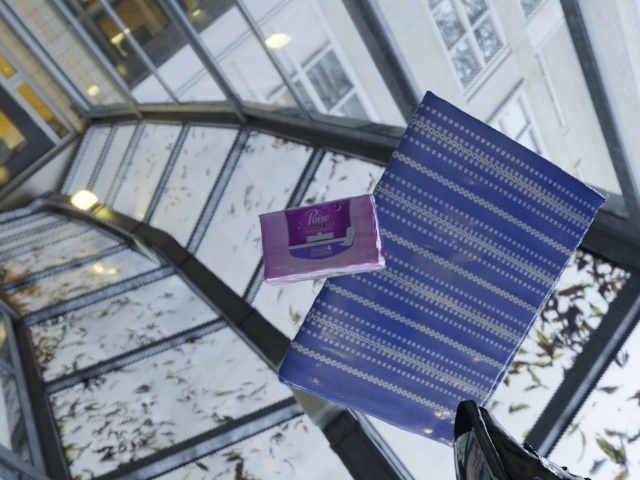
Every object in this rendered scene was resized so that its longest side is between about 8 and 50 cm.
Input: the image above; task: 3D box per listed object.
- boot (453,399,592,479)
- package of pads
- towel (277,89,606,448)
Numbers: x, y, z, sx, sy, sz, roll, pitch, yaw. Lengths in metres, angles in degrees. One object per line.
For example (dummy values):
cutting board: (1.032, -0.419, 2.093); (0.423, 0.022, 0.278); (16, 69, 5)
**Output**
boot: (0.258, 0.229, 0.536); (0.228, 0.091, 0.263); (-7, -145, -16)
package of pads: (0.000, 0.000, 0.421); (0.083, 0.032, 0.050); (-10, -102, 14)
towel: (0.128, 0.048, 0.667); (0.336, 0.243, 0.040); (-62, -162, 8)
